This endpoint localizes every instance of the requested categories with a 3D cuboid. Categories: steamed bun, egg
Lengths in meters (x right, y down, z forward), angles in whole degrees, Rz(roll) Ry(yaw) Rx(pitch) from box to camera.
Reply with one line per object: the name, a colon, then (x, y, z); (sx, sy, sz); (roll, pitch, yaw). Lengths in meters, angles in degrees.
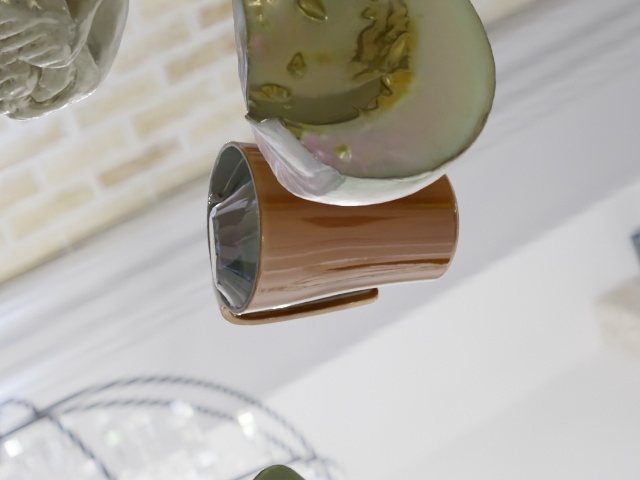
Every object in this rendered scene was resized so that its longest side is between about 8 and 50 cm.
steamed bun: (-0.344, -0.315, 1.928); (0.342, 0.368, 0.255); (-13, -137, 60)
egg: (0.022, -0.123, 1.542); (0.206, 0.271, 0.162); (11, 148, -23)

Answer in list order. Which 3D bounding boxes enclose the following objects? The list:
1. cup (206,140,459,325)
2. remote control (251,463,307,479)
cup: (0.000, 0.000, 1.992); (0.264, 0.226, 0.182); (-2, -136, -21)
remote control: (-0.109, 0.331, 1.630); (0.309, 0.090, 0.038); (-47, 179, -15)
